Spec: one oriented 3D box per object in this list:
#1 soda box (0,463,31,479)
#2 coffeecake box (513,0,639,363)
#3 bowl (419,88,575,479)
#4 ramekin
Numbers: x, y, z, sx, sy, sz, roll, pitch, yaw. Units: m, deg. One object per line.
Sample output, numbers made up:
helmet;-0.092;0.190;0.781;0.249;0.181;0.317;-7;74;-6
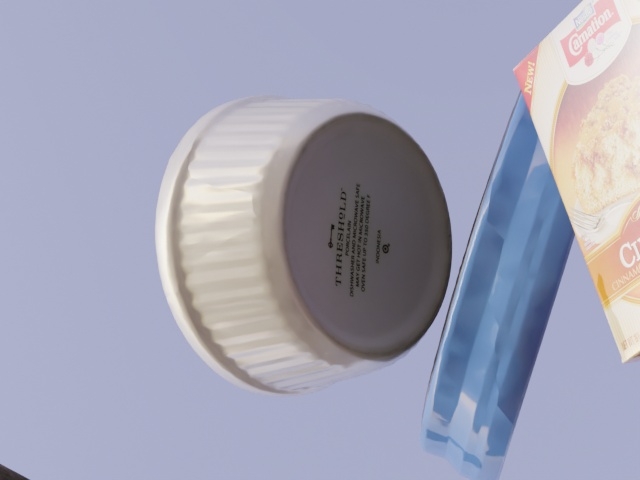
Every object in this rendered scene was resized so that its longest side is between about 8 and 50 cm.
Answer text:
soda box;-0.295;0.176;1.115;0.169;0.053;0.060;34;-115;-27
coffeecake box;0.193;-0.049;0.783;0.068;0.142;0.185;-5;-113;-30
bowl;0.171;0.014;1.256;0.077;0.391;0.391;17;-75;9
ramekin;0.000;0.000;1.282;0.127;0.273;0.273;-7;-68;45
